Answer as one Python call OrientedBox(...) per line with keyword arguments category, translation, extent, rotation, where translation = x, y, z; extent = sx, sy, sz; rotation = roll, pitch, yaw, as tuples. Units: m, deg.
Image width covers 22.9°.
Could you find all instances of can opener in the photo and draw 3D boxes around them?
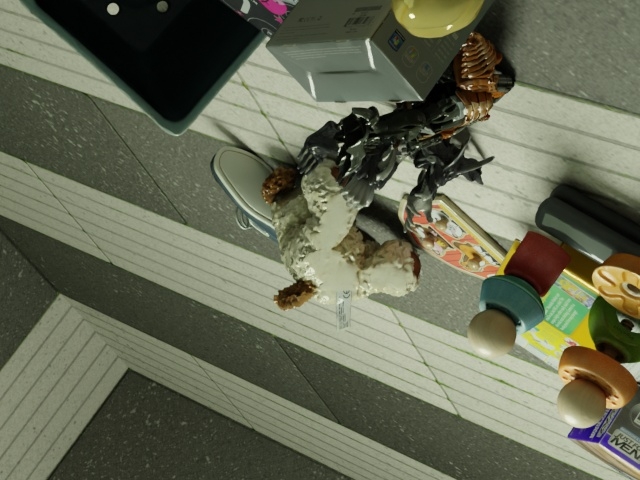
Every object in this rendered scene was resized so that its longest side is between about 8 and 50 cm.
OrientedBox(category="can opener", translation=(0.401, 0.004, 1.907), extent=(0.283, 0.076, 0.095), rotation=(31, 129, 15))

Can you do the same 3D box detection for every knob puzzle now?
OrientedBox(category="knob puzzle", translation=(0.183, 0.005, 2.316), extent=(0.213, 0.030, 0.213), rotation=(31, 162, 12))

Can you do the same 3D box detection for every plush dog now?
OrientedBox(category="plush dog", translation=(0.000, 0.000, 2.424), extent=(0.262, 0.211, 0.225), rotation=(47, -175, -25))

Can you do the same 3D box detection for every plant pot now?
OrientedBox(category="plant pot", translation=(-0.203, -0.307, 1.912), extent=(0.247, 0.248, 0.252), rotation=(42, 179, -18))

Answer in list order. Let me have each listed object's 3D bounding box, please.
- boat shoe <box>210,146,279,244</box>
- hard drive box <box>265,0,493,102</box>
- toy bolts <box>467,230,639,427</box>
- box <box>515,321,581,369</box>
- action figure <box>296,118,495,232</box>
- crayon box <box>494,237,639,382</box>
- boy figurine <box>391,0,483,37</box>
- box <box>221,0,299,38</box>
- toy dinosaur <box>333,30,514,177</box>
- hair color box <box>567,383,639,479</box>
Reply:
OrientedBox(category="boat shoe", translation=(-0.087, -0.058, 2.543), extent=(0.254, 0.095, 0.079), rotation=(35, 153, -27))
OrientedBox(category="hard drive box", translation=(0.082, -0.249, 1.546), extent=(0.089, 0.232, 0.181), rotation=(45, 160, -29))
OrientedBox(category="toy bolts", translation=(0.294, 0.104, 1.910), extent=(0.229, 0.158, 0.218), rotation=(31, 156, 11))
OrientedBox(category="box", translation=(0.341, 0.131, 2.333), extent=(0.105, 0.043, 0.179), rotation=(33, 164, 7))
OrientedBox(category="action figure", translation=(0.100, -0.087, 2.056), extent=(0.164, 0.140, 0.276), rotation=(26, 171, -36))
OrientedBox(category="crayon box", translation=(0.392, 0.087, 2.069), extent=(0.323, 0.083, 0.203), rotation=(32, 161, 7))
OrientedBox(category="boy figurine", translation=(0.153, -0.275, 1.277), extent=(0.177, 0.285, 0.092), rotation=(31, 161, 4))
OrientedBox(category="box", translation=(-0.077, -0.349, 1.682), extent=(0.247, 0.163, 0.142), rotation=(36, 162, -1))
OrientedBox(category="toy dinosaur", translation=(0.121, -0.182, 1.782), extent=(0.219, 0.164, 0.322), rotation=(-6, 149, -11))
OrientedBox(category="hair color box", translation=(0.478, 0.299, 2.286), extent=(0.185, 0.110, 0.339), rotation=(33, 175, 5))
